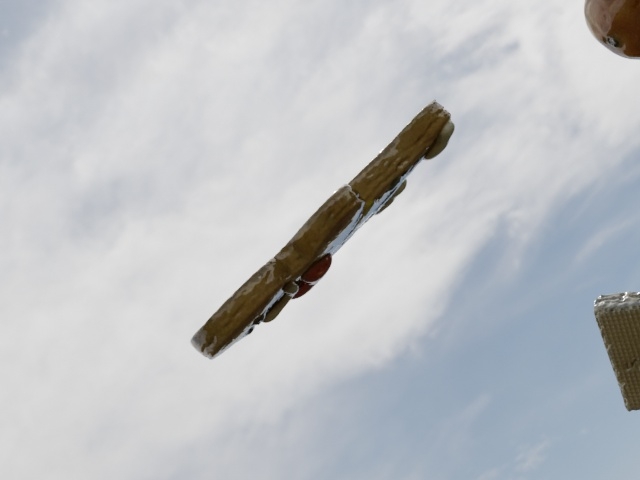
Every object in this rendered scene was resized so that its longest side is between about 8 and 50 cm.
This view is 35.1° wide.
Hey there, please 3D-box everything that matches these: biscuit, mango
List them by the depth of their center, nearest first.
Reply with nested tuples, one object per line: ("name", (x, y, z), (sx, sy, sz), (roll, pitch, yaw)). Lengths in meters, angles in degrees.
("biscuit", (0.001, 0.001, 0.696), (0.240, 0.035, 0.158), (-45, -4, -31))
("mango", (0.459, -0.320, 1.344), (0.221, 0.151, 0.120), (-15, -8, -9))
("biscuit", (0.553, 0.195, 1.738), (0.062, 0.108, 0.239), (-51, -56, -47))
